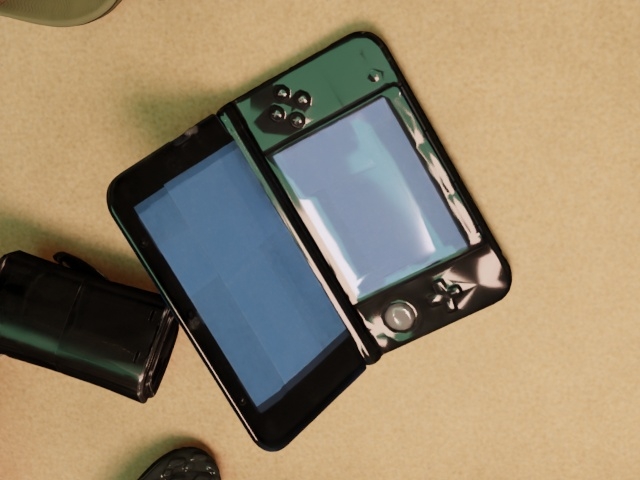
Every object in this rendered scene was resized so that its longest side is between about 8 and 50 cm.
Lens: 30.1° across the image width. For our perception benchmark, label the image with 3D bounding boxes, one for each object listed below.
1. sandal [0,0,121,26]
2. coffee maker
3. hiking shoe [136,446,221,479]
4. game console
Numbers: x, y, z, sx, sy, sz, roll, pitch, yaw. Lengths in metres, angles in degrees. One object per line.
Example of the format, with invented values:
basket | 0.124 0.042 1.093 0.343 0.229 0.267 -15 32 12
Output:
sandal | -0.317 -0.260 1.106 0.302 0.086 0.120 7 110 10
coffee maker | -0.239 0.088 1.169 0.178 0.171 0.120 16 96 5
hiking shoe | -0.211 0.349 1.286 0.113 0.132 0.304 29 90 -20
game console | 0.000 0.000 1.084 0.250 0.173 0.293 -27 102 20
